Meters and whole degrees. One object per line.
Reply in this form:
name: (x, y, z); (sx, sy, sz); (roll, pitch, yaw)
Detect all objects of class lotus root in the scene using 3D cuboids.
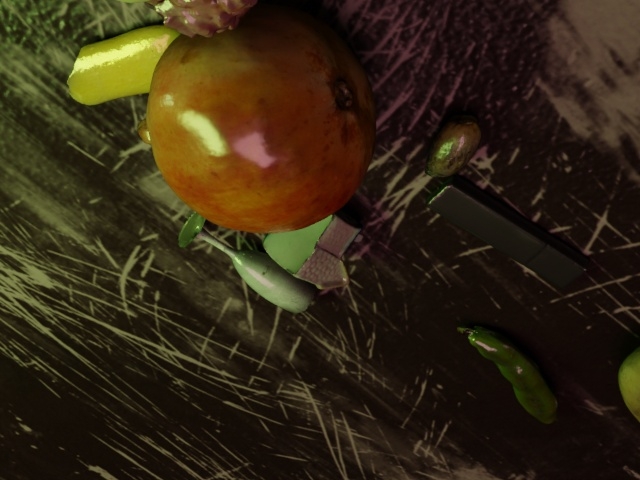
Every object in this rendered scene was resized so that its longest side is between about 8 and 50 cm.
lotus root: (0.157, -0.108, 1.297); (0.049, 0.054, 0.099); (35, 131, 2)

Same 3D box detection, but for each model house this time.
model house: (0.000, 0.000, 1.415); (0.100, 0.088, 0.100); (24, 104, -48)

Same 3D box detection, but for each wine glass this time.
wine glass: (-0.096, 0.033, 1.467); (0.198, 0.066, 0.066); (34, 129, -26)

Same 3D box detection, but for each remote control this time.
remote control: (0.245, -0.009, 1.407); (0.245, 0.025, 0.063); (29, 127, -21)

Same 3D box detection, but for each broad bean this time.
broad bean: (0.291, 0.196, 1.590); (0.065, 0.046, 0.254); (-20, 128, 34)

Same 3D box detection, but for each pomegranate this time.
pomegranate: (-0.080, -0.130, 1.189); (0.271, 0.229, 0.252); (-9, 142, 31)

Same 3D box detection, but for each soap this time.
soap: (-0.220, -0.205, 1.262); (0.169, 0.033, 0.089); (-8, 131, 14)

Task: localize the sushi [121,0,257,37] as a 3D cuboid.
sushi: (-0.150, -0.317, 1.007); (0.270, 0.236, 0.171); (31, 139, -27)

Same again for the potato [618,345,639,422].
potato: (0.555, 0.235, 1.532); (0.296, 0.141, 0.192); (32, 133, -26)
